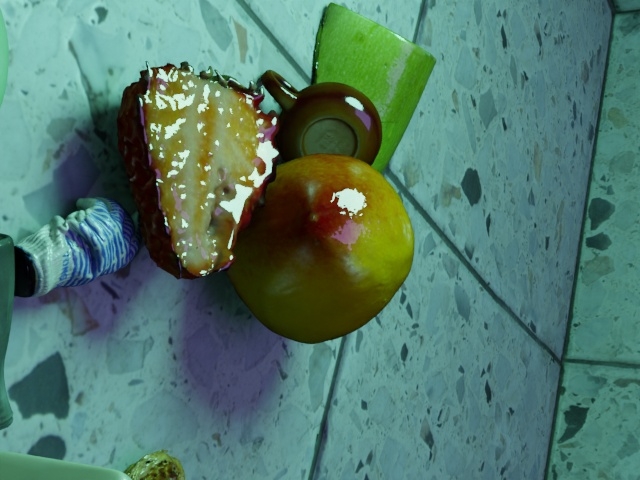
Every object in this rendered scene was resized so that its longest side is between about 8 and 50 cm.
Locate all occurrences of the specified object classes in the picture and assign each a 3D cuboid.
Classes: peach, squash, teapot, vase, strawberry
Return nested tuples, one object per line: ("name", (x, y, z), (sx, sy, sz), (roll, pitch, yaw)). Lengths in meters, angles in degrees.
("peach", (0.002, -0.004, 1.387), (0.308, 0.289, 0.289), (95, 20, -48))
("squash", (0.066, -0.242, 1.719), (0.233, 0.210, 0.309), (10, 111, -59))
("teapot", (-0.002, -0.198, 1.546), (0.252, 0.178, 0.135), (40, 17, -18))
("vase", (-0.375, 0.102, 1.012), (0.086, 0.086, 0.214), (-18, 111, -56))
("strawberry", (-0.174, -0.098, 1.253), (0.253, 0.150, 0.280), (-18, 99, -50))

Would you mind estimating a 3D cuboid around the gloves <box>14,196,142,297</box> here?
("gloves", (-0.292, 0.008, 1.138), (0.229, 0.097, 0.119), (-46, 161, -57))

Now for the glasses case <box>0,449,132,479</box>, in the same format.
("glasses case", (-0.310, 0.277, 0.894), (0.131, 0.312, 0.070), (-57, 132, -40))

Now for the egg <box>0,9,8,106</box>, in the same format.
("egg", (-0.399, -0.154, 0.828), (0.220, 0.220, 0.270), (19, 76, -57))

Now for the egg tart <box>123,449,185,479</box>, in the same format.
("egg tart", (-0.240, 0.347, 1.259), (0.129, 0.049, 0.129), (-18, 112, -55))
